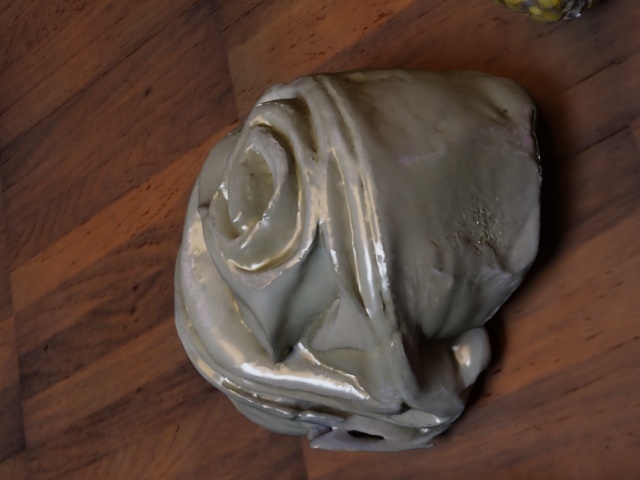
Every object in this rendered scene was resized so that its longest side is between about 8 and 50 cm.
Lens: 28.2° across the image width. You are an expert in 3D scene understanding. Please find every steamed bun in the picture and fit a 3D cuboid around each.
[{"bbox_3d":[-0.001,0.002,0.672,0.218,0.144,0.211,1,78,43],"label":"steamed bun"}]

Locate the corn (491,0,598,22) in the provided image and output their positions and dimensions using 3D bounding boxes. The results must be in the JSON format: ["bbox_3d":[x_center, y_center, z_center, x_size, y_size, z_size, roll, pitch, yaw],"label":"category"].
[{"bbox_3d":[0.063,-0.216,0.716,0.101,0.101,0.291,-51,50,18],"label":"corn"}]
